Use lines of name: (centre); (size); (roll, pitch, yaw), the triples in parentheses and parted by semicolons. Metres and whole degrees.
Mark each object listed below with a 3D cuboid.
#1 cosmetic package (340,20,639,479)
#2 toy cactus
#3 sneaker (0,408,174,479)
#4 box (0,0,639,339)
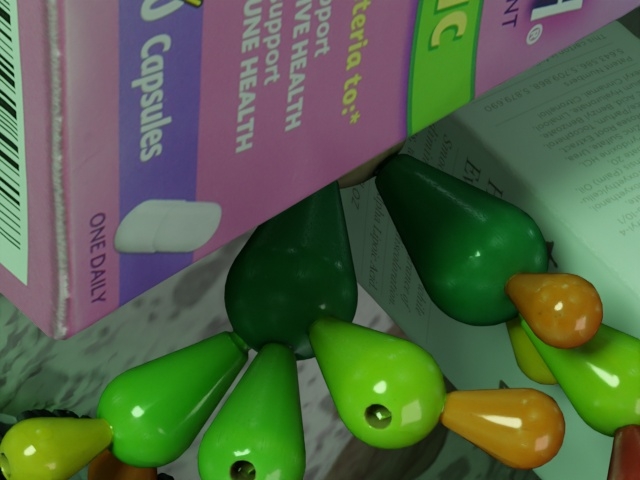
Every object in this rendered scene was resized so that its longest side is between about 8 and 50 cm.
cosmetic package: (0.104, 0.023, 0.628); (0.085, 0.231, 0.117); (-23, 141, -25)
toy cactus: (0.000, 0.000, 0.562); (0.112, 0.219, 0.180); (90, 9, -61)
sneaker: (-0.128, 0.107, 0.561); (0.121, 0.111, 0.300); (-47, 147, 5)
box: (0.000, -0.134, 0.430); (0.243, 0.117, 0.213); (-31, 145, -33)
